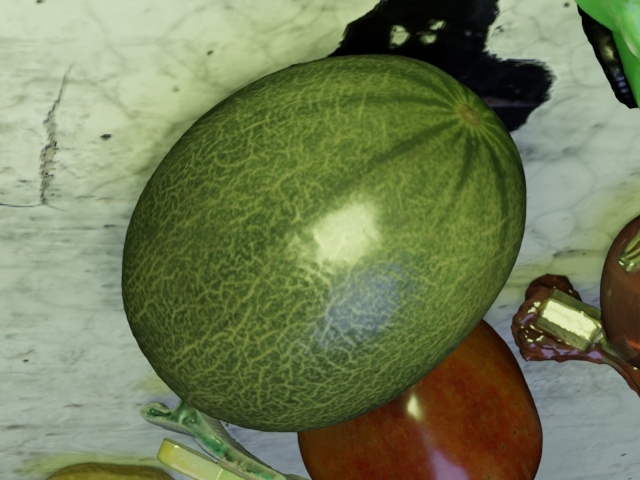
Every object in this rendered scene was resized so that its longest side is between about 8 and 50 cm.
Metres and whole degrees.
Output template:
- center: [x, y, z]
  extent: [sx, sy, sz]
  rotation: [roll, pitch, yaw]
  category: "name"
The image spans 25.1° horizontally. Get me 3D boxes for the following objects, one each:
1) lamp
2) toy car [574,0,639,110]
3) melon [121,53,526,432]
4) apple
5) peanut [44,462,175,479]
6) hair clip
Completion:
- center: [0.297, 0.054, 1.269]
  extent: [0.223, 0.215, 0.151]
  rotation: [-62, 167, 11]
  category: "lamp"
- center: [0.273, -0.159, 0.915]
  extent: [0.213, 0.176, 0.359]
  rotation: [-26, 146, 16]
  category: "toy car"
- center: [0.000, 0.000, 0.997]
  extent: [0.237, 0.237, 0.302]
  rotation: [20, 134, -42]
  category: "melon"
- center: [0.084, 0.158, 1.296]
  extent: [0.234, 0.234, 0.234]
  rotation: [-10, 148, -7]
  category: "apple"
- center: [-0.220, 0.268, 1.462]
  extent: [0.174, 0.080, 0.080]
  rotation: [6, 142, -31]
  category: "peanut"
- center: [-0.078, 0.199, 1.284]
  extent: [0.071, 0.218, 0.159]
  rotation: [-57, 147, 3]
  category: "hair clip"
